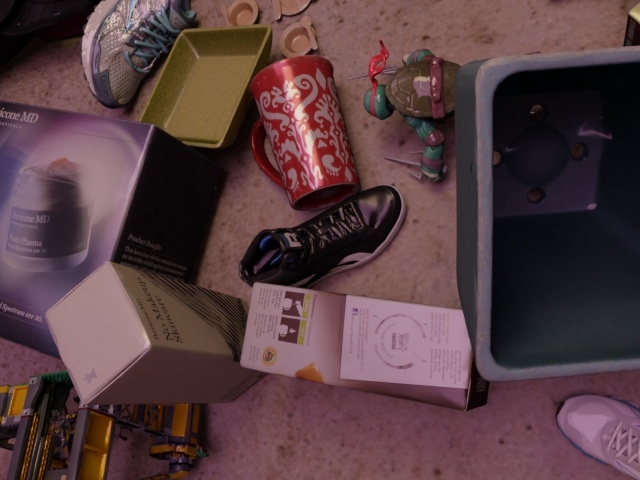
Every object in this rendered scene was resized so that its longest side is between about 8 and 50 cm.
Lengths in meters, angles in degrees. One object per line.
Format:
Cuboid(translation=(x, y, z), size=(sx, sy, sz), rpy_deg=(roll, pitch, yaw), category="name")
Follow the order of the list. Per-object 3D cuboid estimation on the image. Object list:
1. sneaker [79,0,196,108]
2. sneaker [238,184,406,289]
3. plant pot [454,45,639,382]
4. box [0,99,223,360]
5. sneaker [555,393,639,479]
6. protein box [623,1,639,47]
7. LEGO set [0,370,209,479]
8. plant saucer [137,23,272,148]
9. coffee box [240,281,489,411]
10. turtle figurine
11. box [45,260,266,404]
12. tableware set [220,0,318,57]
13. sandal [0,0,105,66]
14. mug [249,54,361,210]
Cuboid(translation=(-0.261, -0.330, 0.941), size=(0.122, 0.110, 0.283), rpy_deg=(17, 86, 21), category="sneaker")
Cuboid(translation=(0.000, 0.000, 0.753), size=(0.217, 0.121, 0.079), rpy_deg=(-36, 69, 12), category="sneaker")
Cuboid(translation=(0.235, -0.052, 0.565), size=(0.247, 0.252, 0.247), rpy_deg=(-5, 109, 1), category="plant pot")
Cuboid(translation=(-0.330, -0.010, 0.835), size=(0.296, 0.182, 0.294), rpy_deg=(12, 81, 22), category="box")
Cuboid(translation=(0.320, 0.206, 0.599), size=(0.190, 0.083, 0.071), rpy_deg=(25, 90, 26), category="sneaker")
Cuboid(translation=(0.443, -0.191, 0.603), size=(0.199, 0.136, 0.201), rpy_deg=(-40, 67, 9), category="protein box")
Cuboid(translation=(-0.313, 0.286, 0.751), size=(0.331, 0.255, 0.192), rpy_deg=(-8, 59, 13), category="LEGO set")
Cuboid(translation=(-0.157, -0.207, 0.877), size=(0.188, 0.045, 0.188), rpy_deg=(12, 75, 37), category="plant saucer")
Cuboid(translation=(0.056, 0.115, 0.695), size=(0.246, 0.141, 0.098), rpy_deg=(5, 81, 24), category="coffee box")
Cuboid(translation=(0.140, -0.160, 0.739), size=(0.234, 0.118, 0.175), rpy_deg=(0, 82, 15), category="turtle figurine")
Cuboid(translation=(-0.162, 0.115, 0.710), size=(0.094, 0.275, 0.113), rpy_deg=(-39, 67, 9), category="box")
Cuboid(translation=(-0.074, -0.308, 0.905), size=(0.168, 0.020, 0.141), rpy_deg=(-18, 73, 18), category="tableware set")
Cuboid(translation=(-0.441, -0.367, 1.016), size=(0.445, 0.167, 0.107), rpy_deg=(-30, 94, 22), category="sandal")
Cuboid(translation=(-0.019, -0.126, 0.814), size=(0.113, 0.150, 0.169), rpy_deg=(-12, 76, -18), category="mug")
